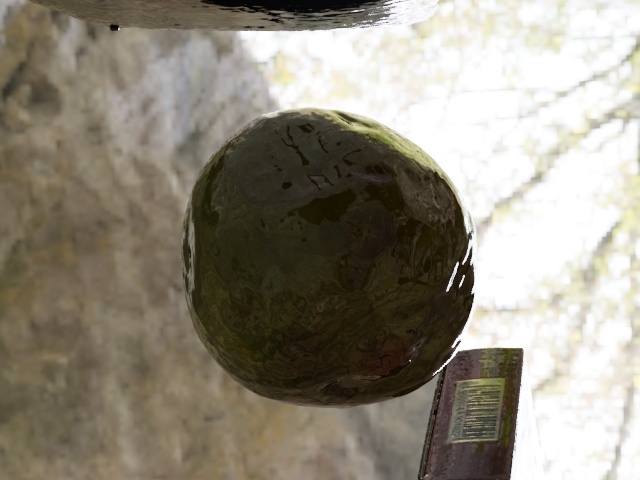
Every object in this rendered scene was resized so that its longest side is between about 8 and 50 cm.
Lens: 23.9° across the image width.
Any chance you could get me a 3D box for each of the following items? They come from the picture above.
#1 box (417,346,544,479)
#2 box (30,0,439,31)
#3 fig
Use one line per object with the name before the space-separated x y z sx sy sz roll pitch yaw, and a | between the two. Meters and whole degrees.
box | 0.239 0.396 2.084 0.122 0.385 0.344 -6 -156 14
box | -0.082 -0.224 1.223 0.359 0.091 0.350 -1 -178 8
fig | -0.001 0.011 1.656 0.343 0.343 0.343 -4 -165 1
